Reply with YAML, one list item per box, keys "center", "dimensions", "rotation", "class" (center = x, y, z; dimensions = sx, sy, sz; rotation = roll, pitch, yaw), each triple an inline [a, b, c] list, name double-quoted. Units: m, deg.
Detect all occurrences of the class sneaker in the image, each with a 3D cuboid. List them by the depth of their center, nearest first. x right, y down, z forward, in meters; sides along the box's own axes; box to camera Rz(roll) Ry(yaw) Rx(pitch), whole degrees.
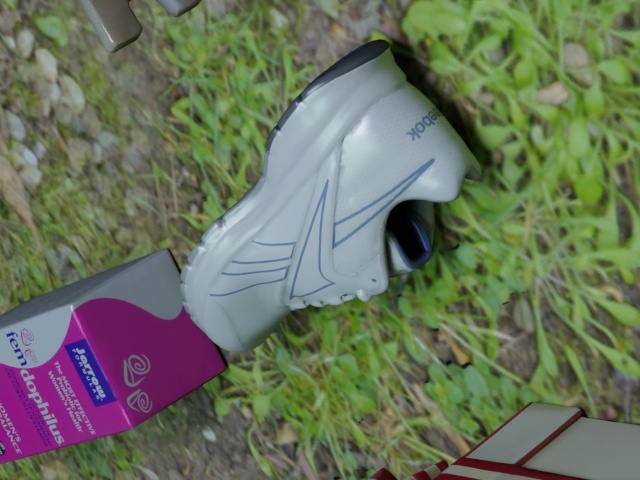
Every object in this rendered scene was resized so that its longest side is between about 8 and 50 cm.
- center: [0.000, 0.000, 1.273]
  dimensions: [0.129, 0.111, 0.297]
  rotation: [44, 139, 7]
  class: "sneaker"

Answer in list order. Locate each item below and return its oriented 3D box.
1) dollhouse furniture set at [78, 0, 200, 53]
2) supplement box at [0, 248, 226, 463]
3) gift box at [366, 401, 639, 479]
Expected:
- center: [-0.024, -0.284, 1.056]
  dimensions: [0.152, 0.201, 0.374]
  rotation: [55, 146, 3]
  class: "dollhouse furniture set"
- center: [-0.197, 0.097, 1.521]
  dimensions: [0.220, 0.114, 0.111]
  rotation: [-20, 98, 47]
  class: "supplement box"
- center: [0.149, 0.256, 1.162]
  dimensions: [0.258, 0.276, 0.255]
  rotation: [4, 112, 45]
  class: "gift box"
